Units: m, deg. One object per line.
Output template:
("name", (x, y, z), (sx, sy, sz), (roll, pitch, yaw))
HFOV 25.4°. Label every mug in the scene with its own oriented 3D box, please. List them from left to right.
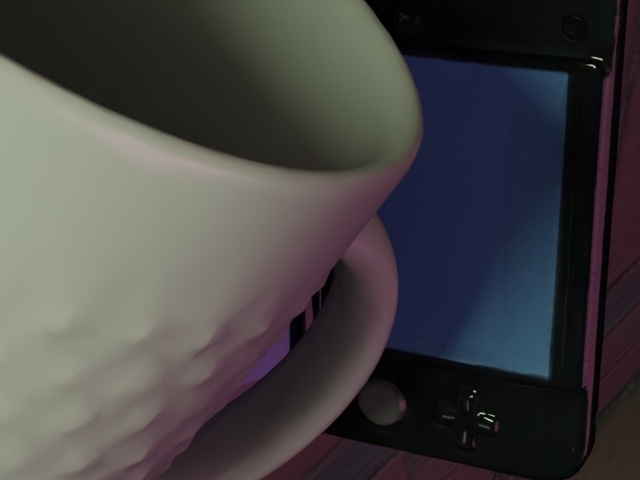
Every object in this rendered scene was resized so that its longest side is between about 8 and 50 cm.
("mug", (-0.134, 0.019, 0.524), (0.374, 0.276, 0.328), (18, 121, -38))

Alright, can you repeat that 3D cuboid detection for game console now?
("game console", (0.000, 0.000, 0.693), (0.173, 0.250, 0.293), (-39, 133, -57))
